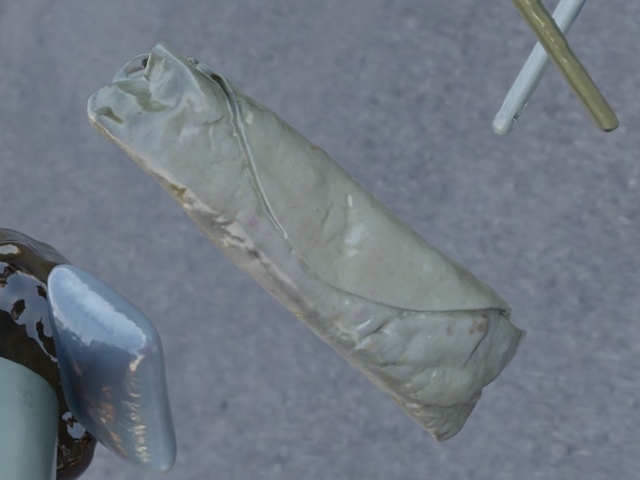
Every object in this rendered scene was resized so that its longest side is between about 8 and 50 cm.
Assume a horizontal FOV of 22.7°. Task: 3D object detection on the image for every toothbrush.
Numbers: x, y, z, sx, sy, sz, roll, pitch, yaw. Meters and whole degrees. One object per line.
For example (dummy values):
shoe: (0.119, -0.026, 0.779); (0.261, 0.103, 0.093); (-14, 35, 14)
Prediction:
toothbrush: (0.201, -0.242, 1.048); (0.040, 0.040, 0.386); (43, 111, 44)

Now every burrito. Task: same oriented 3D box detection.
burrito: (0.000, 0.000, 0.807); (0.059, 0.275, 0.082); (-3, 50, 58)

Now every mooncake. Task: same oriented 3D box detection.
mooncake: (-0.335, 0.133, 1.552); (0.161, 0.290, 0.290); (-169, 91, -79)

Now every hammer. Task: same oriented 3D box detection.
hammer: (0.077, -0.109, 0.695); (0.060, 0.195, 0.028); (-48, 30, -14)

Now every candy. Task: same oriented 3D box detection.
candy: (-0.183, 0.114, 1.388); (0.138, 0.071, 0.174); (35, 144, 34)

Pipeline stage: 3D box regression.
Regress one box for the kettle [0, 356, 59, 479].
kettle: (-0.311, 0.250, 1.225); (0.265, 0.205, 0.318); (90, 176, -57)
